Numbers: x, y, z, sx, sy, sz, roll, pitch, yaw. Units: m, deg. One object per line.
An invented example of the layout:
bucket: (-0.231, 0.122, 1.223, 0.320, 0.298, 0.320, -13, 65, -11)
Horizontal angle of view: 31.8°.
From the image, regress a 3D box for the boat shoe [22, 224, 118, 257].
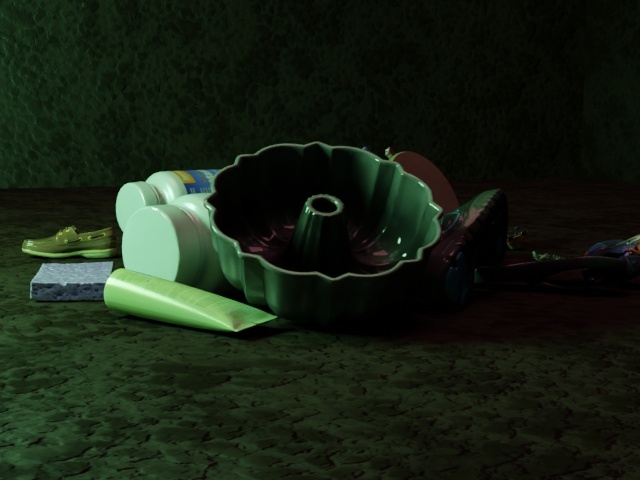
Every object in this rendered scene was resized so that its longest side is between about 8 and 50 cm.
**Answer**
boat shoe: (-0.473, 0.001, 2.124, 0.177, 0.060, 0.064, 0, 7, -6)

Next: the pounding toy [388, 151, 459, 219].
pounding toy: (0.149, -0.023, 1.901, 0.183, 0.237, 0.110, 1, -24, -47)

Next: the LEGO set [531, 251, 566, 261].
LEGO set: (0.423, 0.037, 2.099, 0.083, 0.023, 0.054, 12, 5, -23)

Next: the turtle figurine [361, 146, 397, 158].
turtle figurine: (0.141, -0.028, 2.259, 0.266, 0.275, 0.198, 19, -22, -19)

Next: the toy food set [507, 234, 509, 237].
toy food set: (0.248, 0.027, 2.108, 0.192, 0.039, 0.132, -13, 6, -18)

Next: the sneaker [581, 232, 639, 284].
sneaker: (0.525, 0.028, 1.840, 0.221, 0.083, 0.087, -27, 6, 37)

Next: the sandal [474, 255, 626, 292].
sandal: (0.367, 0.059, 1.817, 0.254, 0.055, 0.097, -7, -3, 19)

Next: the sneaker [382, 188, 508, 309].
sneaker: (0.199, -0.002, 1.747, 0.139, 0.125, 0.341, 4, 20, 27)

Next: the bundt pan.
bundt pan: (0.000, 0.000, 1.564, 0.330, 0.124, 0.331, 5, 36, -4)

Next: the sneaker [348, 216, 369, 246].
sneaker: (0.049, 0.008, 1.779, 0.087, 0.128, 0.221, 19, 7, -19)

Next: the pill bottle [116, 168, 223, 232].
pill bottle: (-0.283, -0.072, 2.355, 0.272, 0.152, 0.152, -5, 9, -43)

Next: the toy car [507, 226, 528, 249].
toy car: (0.374, -0.006, 2.329, 0.060, 0.041, 0.122, -29, 25, -31)

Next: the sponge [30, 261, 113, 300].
sponge: (-0.385, 0.062, 1.761, 0.117, 0.031, 0.210, 0, 8, -9)

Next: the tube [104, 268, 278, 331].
tube: (-0.181, 0.089, 1.498, 0.240, 0.062, 0.070, 10, 55, 30)

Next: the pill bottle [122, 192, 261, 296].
pill bottle: (-0.150, 0.005, 1.717, 0.160, 0.160, 0.283, 7, 10, 43)
